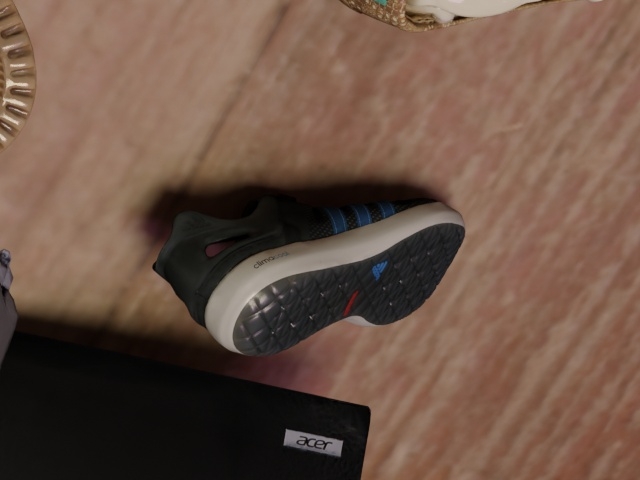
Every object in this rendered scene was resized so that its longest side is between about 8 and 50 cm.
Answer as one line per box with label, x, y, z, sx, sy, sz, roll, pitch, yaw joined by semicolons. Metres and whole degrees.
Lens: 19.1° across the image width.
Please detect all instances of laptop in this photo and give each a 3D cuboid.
laptop;-0.125;0.193;0.971;0.234;0.136;0.264;14;132;-19

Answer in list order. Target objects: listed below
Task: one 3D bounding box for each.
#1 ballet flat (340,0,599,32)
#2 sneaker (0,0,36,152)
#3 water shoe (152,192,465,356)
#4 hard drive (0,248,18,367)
ballet flat;0.106;-0.136;0.929;0.206;0.067;0.073;-16;129;-21
sneaker;-0.201;-0.158;0.727;0.099;0.153;0.282;-28;102;-7
water shoe;0.000;0.000;0.966;0.203;0.080;0.073;-11;135;-55
hard drive;-0.299;-0.028;0.651;0.339;0.064;0.237;-10;121;9
